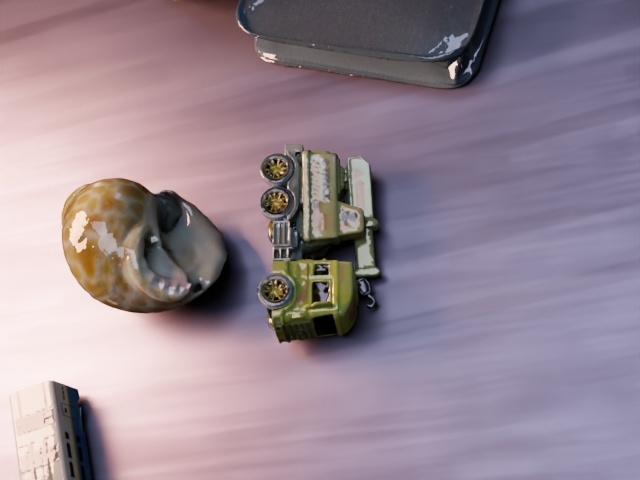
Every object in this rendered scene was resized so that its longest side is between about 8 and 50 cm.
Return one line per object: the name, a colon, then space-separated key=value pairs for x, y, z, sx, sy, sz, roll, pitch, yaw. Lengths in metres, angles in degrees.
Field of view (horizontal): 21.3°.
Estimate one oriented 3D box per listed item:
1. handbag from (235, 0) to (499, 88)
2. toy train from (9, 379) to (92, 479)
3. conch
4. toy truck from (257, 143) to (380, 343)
handbag: x=0.050 y=-0.236 z=1.520 sx=0.229 sy=0.062 sz=0.179 roll=12 pitch=76 yaw=24
toy train: x=-0.222 y=0.239 z=1.457 sx=0.052 sy=0.051 sz=0.234 roll=-20 pitch=66 yaw=17
conch: x=-0.167 y=0.007 z=1.494 sx=0.173 sy=0.106 sz=0.116 roll=23 pitch=60 yaw=8
toy truck: x=0.000 y=0.000 z=1.449 sx=0.100 sy=0.077 sz=0.169 roll=-3 pitch=67 yaw=5
